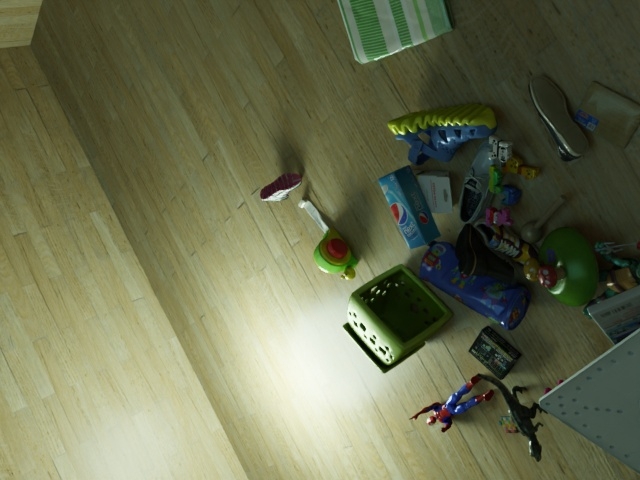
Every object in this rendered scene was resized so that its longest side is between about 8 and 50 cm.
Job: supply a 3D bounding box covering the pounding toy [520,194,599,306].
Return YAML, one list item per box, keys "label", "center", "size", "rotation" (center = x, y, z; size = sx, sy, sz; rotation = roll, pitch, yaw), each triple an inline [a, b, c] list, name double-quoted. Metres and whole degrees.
- label: "pounding toy"
  center: [0.516, 0.043, 1.434]
  size: [0.183, 0.110, 0.237]
  rotation: [109, 148, -63]

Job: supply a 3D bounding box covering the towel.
- label: "towel"
  center: [0.181, -0.613, 1.632]
  size: [0.324, 0.038, 0.248]
  rotation: [-8, 103, 47]

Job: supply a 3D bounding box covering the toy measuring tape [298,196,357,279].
- label: "toy measuring tape"
  center: [0.000, 0.000, 2.058]
  size: [0.330, 0.121, 0.121]
  rotation: [53, 138, 16]

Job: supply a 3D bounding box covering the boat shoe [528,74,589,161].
- label: "boat shoe"
  center: [0.512, -0.266, 1.397]
  size: [0.206, 0.075, 0.065]
  rotation: [63, 162, 11]

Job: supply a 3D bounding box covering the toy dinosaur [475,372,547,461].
- label: "toy dinosaur"
  center: [0.531, 0.443, 1.672]
  size: [0.268, 0.118, 0.064]
  rotation: [57, 139, 13]

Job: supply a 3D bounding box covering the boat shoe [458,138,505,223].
- label: "boat shoe"
  center: [0.397, -0.140, 1.573]
  size: [0.079, 0.081, 0.228]
  rotation: [30, 129, 33]

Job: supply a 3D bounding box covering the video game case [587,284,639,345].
- label: "video game case"
  center: [0.680, 0.143, 1.284]
  size: [0.212, 0.193, 0.023]
  rotation: [-31, 40, 25]

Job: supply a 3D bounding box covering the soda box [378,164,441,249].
- label: "soda box"
  center: [0.238, -0.088, 1.687]
  size: [0.067, 0.071, 0.210]
  rotation: [-23, 93, 51]

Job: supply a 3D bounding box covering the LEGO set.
- label: "LEGO set"
  center: [0.459, -0.140, 1.496]
  size: [0.093, 0.087, 0.227]
  rotation: [23, 127, 45]

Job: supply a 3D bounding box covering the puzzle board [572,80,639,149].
- label: "puzzle board"
  center: [0.610, -0.266, 1.336]
  size: [0.128, 0.011, 0.096]
  rotation: [41, 135, 29]

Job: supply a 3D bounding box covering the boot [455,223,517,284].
- label: "boot"
  center: [0.422, 0.039, 1.613]
  size: [0.136, 0.198, 0.077]
  rotation: [17, 128, -3]

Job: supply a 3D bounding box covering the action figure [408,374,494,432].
- label: "action figure"
  center: [0.375, 0.505, 1.867]
  size: [0.091, 0.139, 0.280]
  rotation: [54, 141, 17]

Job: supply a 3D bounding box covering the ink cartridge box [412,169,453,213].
- label: "ink cartridge box"
  center: [0.295, -0.133, 1.707]
  size: [0.181, 0.061, 0.105]
  rotation: [9, 115, 46]

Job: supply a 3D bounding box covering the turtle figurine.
- label: "turtle figurine"
  center: [0.649, 0.090, 1.378]
  size: [0.234, 0.118, 0.175]
  rotation: [127, 132, -64]

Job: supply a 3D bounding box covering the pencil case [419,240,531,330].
- label: "pencil case"
  center: [0.404, 0.110, 1.660]
  size: [0.306, 0.133, 0.119]
  rotation: [33, 171, 35]

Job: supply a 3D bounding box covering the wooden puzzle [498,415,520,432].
- label: "wooden puzzle"
  center: [0.539, 0.522, 1.787]
  size: [0.083, 0.006, 0.049]
  rotation: [-23, 90, 50]

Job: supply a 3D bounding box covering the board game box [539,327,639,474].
- label: "board game box"
  center: [0.743, 0.358, 1.342]
  size: [0.389, 0.050, 0.390]
  rotation: [34, 135, 2]

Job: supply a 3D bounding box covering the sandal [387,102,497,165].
- label: "sandal"
  center: [0.314, -0.263, 1.593]
  size: [0.317, 0.126, 0.138]
  rotation: [6, 118, 55]

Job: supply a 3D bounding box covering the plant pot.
- label: "plant pot"
  center: [0.209, 0.243, 1.861]
  size: [0.228, 0.227, 0.207]
  rotation: [47, 142, 22]

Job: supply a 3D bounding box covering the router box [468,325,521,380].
- label: "router box"
  center: [0.477, 0.308, 1.731]
  size: [0.122, 0.038, 0.092]
  rotation: [43, 135, 26]

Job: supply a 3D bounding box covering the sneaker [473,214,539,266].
- label: "sneaker"
  center: [0.461, 0.011, 1.573]
  size: [0.185, 0.083, 0.070]
  rotation: [46, 136, 24]

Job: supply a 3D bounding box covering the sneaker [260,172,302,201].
- label: "sneaker"
  center: [-0.124, -0.179, 2.157]
  size: [0.170, 0.074, 0.063]
  rotation: [-26, 69, 28]
